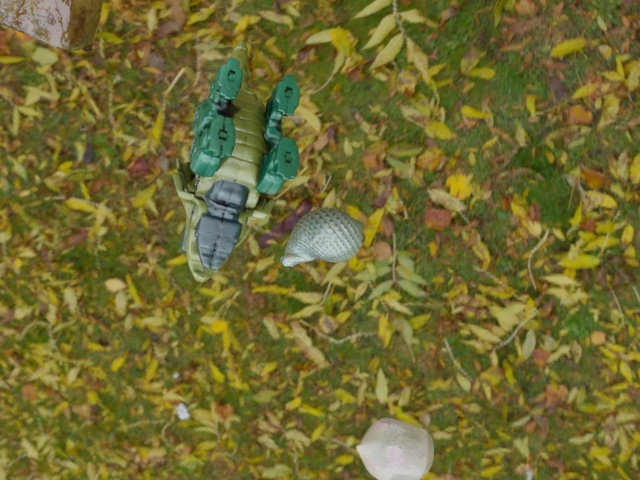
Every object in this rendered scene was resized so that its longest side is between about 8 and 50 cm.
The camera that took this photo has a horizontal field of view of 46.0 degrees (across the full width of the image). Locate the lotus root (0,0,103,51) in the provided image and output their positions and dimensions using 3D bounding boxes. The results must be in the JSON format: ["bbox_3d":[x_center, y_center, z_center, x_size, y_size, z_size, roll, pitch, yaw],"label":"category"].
[{"bbox_3d":[-0.422,-0.425,1.180,0.188,0.199,0.180,16,123,-23],"label":"lotus root"}]

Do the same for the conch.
[{"bbox_3d":[0.001,-0.004,0.754,0.085,0.076,0.056,-5,87,-1],"label":"conch"}]

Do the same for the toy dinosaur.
[{"bbox_3d":[-0.073,-0.099,0.670,0.094,0.259,0.153,16,152,-21],"label":"toy dinosaur"}]

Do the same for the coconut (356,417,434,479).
[{"bbox_3d":[0.116,0.342,1.233,0.125,0.110,0.110,14,119,-14],"label":"coconut"}]
